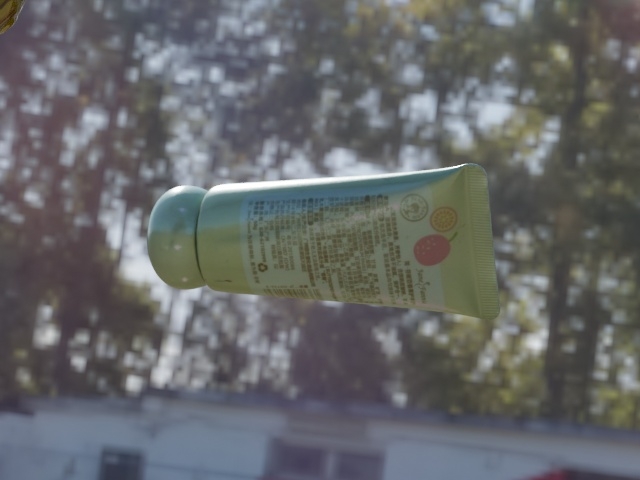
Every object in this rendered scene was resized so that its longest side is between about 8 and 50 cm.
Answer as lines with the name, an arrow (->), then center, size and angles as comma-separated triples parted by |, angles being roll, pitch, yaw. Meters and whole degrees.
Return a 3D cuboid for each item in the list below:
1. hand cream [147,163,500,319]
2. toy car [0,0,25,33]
hand cream -> 0.000, 0.000, 1.610 | 0.306, 0.147, 0.093 | 2, 27, 20
toy car -> -0.259, -0.197, 1.054 | 0.248, 0.200, 0.142 | 7, 4, -34
